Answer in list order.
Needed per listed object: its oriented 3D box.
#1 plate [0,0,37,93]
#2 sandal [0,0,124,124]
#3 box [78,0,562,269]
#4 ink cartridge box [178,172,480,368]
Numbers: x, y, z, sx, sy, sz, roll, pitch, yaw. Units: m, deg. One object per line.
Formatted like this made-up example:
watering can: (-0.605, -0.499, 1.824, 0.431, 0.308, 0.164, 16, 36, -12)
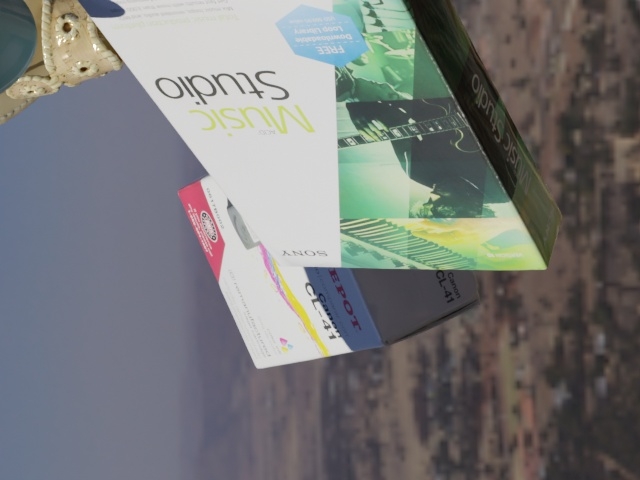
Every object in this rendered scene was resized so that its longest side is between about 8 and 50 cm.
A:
plate: (-0.275, -0.141, 1.005, 0.188, 0.188, 0.024, -97, 13, -47)
sandal: (-0.159, -0.156, 1.109, 0.079, 0.240, 0.088, 39, 171, 39)
box: (0.006, -0.091, 1.084, 0.322, 0.232, 0.058, 53, -133, -44)
ink cartridge box: (0.000, 0.000, 1.620, 0.306, 0.131, 0.226, -19, 95, 64)
